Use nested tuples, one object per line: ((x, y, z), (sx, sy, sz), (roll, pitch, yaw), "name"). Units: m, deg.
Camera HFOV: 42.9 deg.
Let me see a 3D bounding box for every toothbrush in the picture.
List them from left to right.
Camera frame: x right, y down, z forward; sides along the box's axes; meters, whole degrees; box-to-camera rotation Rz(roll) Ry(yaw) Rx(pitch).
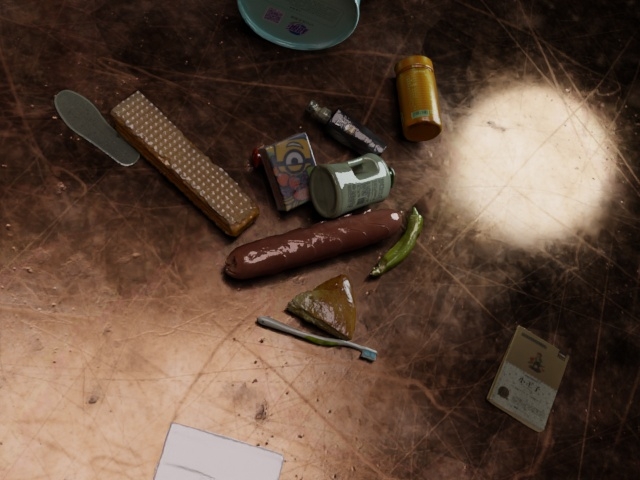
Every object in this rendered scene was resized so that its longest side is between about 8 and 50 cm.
((-0.005, 0.198, 1.677), (0.263, 0.022, 0.026), (20, 50, -8), "toothbrush")

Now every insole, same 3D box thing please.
((-0.482, -0.240, 1.746), (0.232, 0.003, 0.080), (41, 61, 5), "insole")

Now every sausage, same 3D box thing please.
((0.001, 0.002, 1.736), (0.433, 0.088, 0.087), (-17, 72, -24), "sausage")

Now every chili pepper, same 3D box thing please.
((0.178, 0.016, 1.808), (0.043, 0.049, 0.208), (17, 59, 31), "chili pepper")

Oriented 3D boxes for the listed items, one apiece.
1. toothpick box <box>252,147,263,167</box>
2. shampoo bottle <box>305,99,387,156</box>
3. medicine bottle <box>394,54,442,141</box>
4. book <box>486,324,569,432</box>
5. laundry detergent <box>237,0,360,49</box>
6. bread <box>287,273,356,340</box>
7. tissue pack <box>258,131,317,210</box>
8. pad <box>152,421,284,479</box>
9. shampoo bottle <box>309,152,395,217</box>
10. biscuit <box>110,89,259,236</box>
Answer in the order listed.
((-0.110, -0.185, 1.810), (0.083, 0.047, 0.047), (-3, 67, -18), "toothpick box")
((0.057, -0.257, 1.891), (0.208, 0.063, 0.057), (35, 71, -1), "shampoo bottle")
((0.235, -0.341, 1.962), (0.096, 0.096, 0.191), (2, 65, -16), "medicine bottle")
((0.454, 0.299, 1.773), (0.138, 0.016, 0.198), (32, 60, -1), "book")
((-0.030, -0.659, 1.921), (0.287, 0.287, 0.305), (15, 62, -10), "laundry detergent")
((0.026, 0.149, 1.686), (0.154, 0.054, 0.136), (-25, 70, -24), "bread")
((-0.061, -0.150, 1.770), (0.109, 0.060, 0.148), (-25, 106, -24), "tissue pack")
((-0.192, 0.439, 1.515), (0.232, 0.004, 0.156), (19, 62, -8), "pad")
((0.084, -0.128, 1.795), (0.234, 0.087, 0.118), (-19, 101, -45), "shampoo bottle")
((-0.289, -0.160, 1.735), (0.379, 0.054, 0.094), (43, 58, 5), "biscuit")
